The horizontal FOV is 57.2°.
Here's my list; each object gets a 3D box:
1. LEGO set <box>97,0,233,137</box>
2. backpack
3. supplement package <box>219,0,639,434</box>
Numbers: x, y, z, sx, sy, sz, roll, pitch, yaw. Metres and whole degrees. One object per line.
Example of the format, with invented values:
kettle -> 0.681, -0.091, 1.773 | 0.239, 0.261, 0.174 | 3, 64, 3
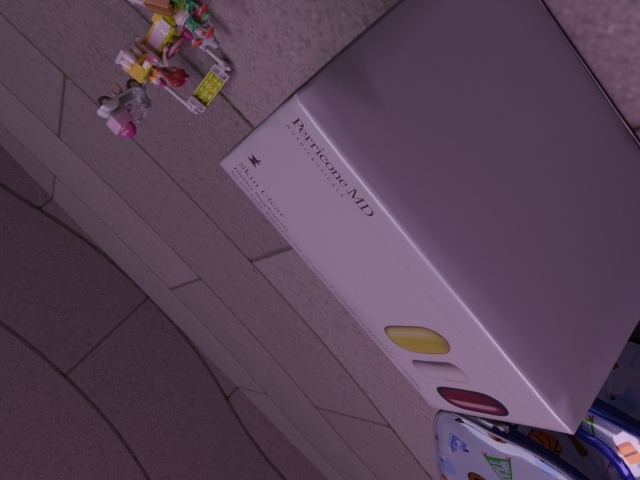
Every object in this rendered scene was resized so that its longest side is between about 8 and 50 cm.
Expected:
LEGO set -> -0.155, -0.206, 0.654 | 0.107, 0.132, 0.287 | 40, 151, -13
backpack -> 0.249, 0.194, 0.587 | 0.263, 0.213, 0.277 | 14, 141, 30
supplement package -> 0.101, -0.034, 0.425 | 0.262, 0.204, 0.145 | 49, 155, -11
